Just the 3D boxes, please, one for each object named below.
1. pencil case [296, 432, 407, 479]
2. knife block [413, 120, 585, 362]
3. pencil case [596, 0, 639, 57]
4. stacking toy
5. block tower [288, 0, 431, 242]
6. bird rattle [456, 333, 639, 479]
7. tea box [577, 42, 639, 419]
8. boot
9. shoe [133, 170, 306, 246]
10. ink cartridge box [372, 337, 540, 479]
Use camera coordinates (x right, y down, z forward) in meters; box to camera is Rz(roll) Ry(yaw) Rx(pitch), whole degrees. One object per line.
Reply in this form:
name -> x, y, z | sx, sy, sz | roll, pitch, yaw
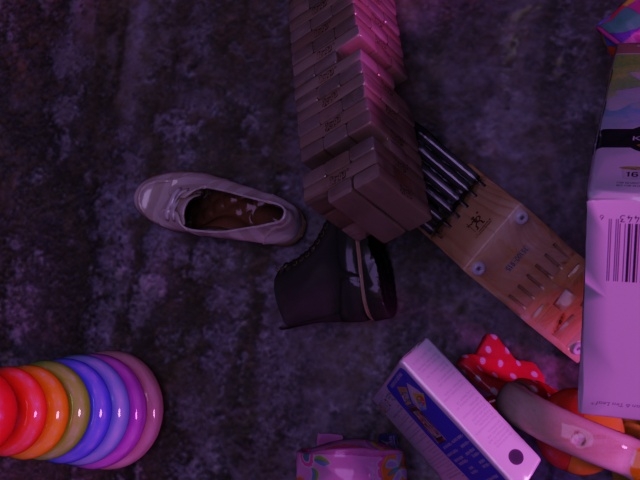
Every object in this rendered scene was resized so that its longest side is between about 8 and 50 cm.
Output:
pencil case -> 0.030, 0.347, 1.120 | 0.124, 0.124, 0.284 | -3, 81, 17
knife block -> 0.175, -0.013, 1.146 | 0.275, 0.242, 0.088 | 37, 98, -27
pencil case -> 0.398, -0.259, 1.093 | 0.236, 0.104, 0.104 | -40, 74, 7
stacking toy -> -0.294, 0.184, 1.124 | 0.141, 0.330, 0.141 | -2, 83, 17
block tower -> 0.033, -0.156, 1.111 | 0.091, 0.097, 0.335 | -28, 47, 27
bird rattle -> 0.246, 0.170, 1.030 | 0.253, 0.207, 0.143 | 32, 91, 14
tea box -> 0.403, -0.013, 0.913 | 0.329, 0.323, 0.220 | 4, 121, 17
boot -> 0.000, 0.000, 1.196 | 0.137, 0.077, 0.198 | -12, 78, 21
shoe -> -0.125, -0.041, 1.244 | 0.219, 0.058, 0.077 | 10, 86, 18
ink cartridge box -> 0.143, 0.205, 1.051 | 0.045, 0.206, 0.208 | -37, 79, -15
